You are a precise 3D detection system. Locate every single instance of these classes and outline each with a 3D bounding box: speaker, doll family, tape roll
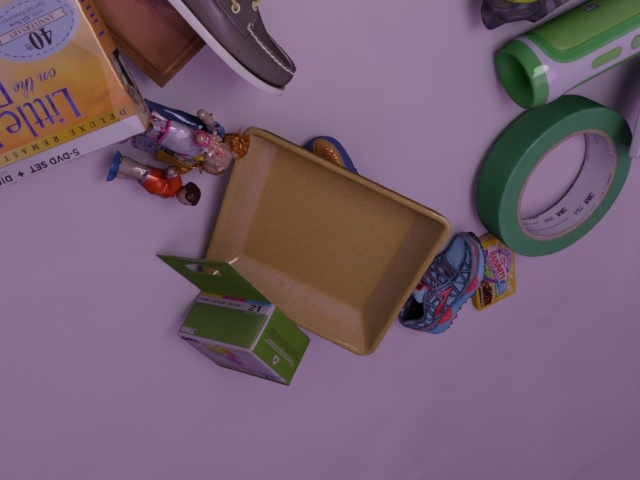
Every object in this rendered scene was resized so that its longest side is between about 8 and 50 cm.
[{"bbox_3d":[0.451,-0.335,1.036,0.297,0.131,0.131,-28,132,-3],"label":"speaker"},{"bbox_3d":[-0.188,-0.138,0.866,0.163,0.118,0.263,19,160,-19],"label":"doll family"},{"bbox_3d":[0.461,-0.120,1.225,0.321,0.077,0.321,-14,126,-20],"label":"tape roll"}]

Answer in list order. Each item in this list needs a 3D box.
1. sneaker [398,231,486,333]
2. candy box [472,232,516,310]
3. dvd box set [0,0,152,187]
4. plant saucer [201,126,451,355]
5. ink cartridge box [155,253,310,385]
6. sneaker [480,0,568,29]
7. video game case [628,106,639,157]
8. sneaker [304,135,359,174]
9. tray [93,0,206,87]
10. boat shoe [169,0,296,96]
[{"bbox_3d":[0.245,0.095,1.292,0.125,0.104,0.261,6,122,-26],"label":"sneaker"},{"bbox_3d":[0.382,0.064,1.382,0.105,0.027,0.206,-27,132,-9],"label":"candy box"},{"bbox_3d":[-0.403,-0.247,0.615,0.308,0.062,0.420,-20,119,3],"label":"dvd box set"},{"bbox_3d":[0.000,0.000,1.015,0.333,0.081,0.332,26,130,1],"label":"plant saucer"},{"bbox_3d":[-0.167,0.134,1.066,0.255,0.189,0.097,49,57,-41],"label":"ink cartridge box"},{"bbox_3d":[0.364,-0.411,0.965,0.300,0.111,0.121,-21,167,-21],"label":"sneaker"},{"bbox_3d":[0.609,-0.254,1.149,0.173,0.022,0.190,-23,123,-57],"label":"video game case"},{"bbox_3d":[0.054,-0.063,1.096,0.131,0.112,0.296,-46,129,-36],"label":"sneaker"},{"bbox_3d":[-0.266,-0.385,0.701,0.203,0.076,0.411,-42,132,10],"label":"tray"},{"bbox_3d":[-0.124,-0.289,0.720,0.091,0.109,0.305,-40,128,14],"label":"boat shoe"}]
